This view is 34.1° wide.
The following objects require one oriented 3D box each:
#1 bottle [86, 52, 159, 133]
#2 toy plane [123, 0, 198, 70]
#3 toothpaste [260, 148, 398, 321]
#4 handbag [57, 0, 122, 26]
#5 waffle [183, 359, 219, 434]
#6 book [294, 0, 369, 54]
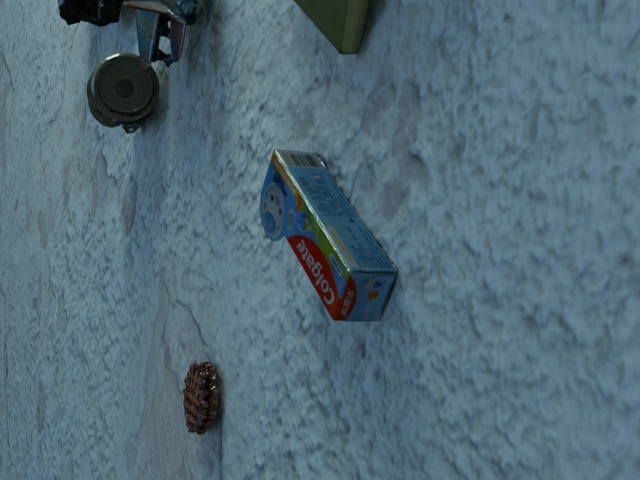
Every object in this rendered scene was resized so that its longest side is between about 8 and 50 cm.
[{"bbox_3d":[-0.271,-0.198,1.414,0.152,0.099,0.099,177,96,-72],"label":"bottle"},{"bbox_3d":[-0.205,-0.338,1.286,0.326,0.104,0.223,-125,47,-58],"label":"toy plane"},{"bbox_3d":[0.000,0.000,0.886,0.193,0.044,0.070,-121,42,-50],"label":"toothpaste"},{"bbox_3d":[-0.356,-0.458,1.604,0.285,0.113,0.257,-153,62,-61],"label":"handbag"},{"bbox_3d":[-0.132,0.173,1.143,0.083,0.029,0.075,121,146,-47],"label":"waffle"},{"bbox_3d":[-0.013,-0.289,0.905,0.231,0.026,0.161,56,148,40],"label":"book"}]
